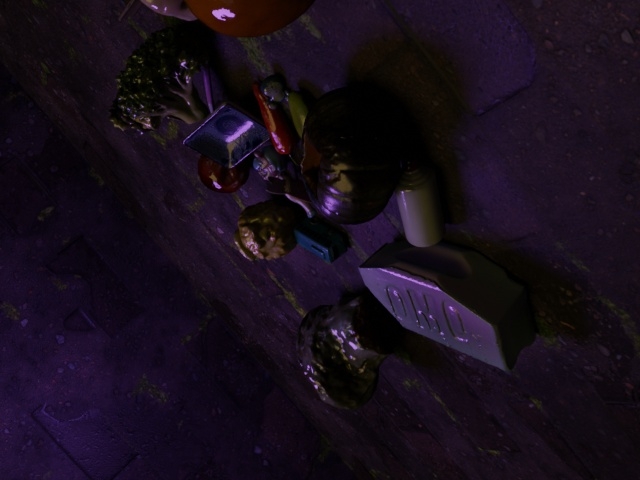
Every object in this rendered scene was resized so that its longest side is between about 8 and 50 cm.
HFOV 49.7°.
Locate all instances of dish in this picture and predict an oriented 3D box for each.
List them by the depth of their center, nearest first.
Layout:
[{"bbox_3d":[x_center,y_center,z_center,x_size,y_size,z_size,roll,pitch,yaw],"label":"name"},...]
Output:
[{"bbox_3d":[-0.269,-0.329,2.045,0.181,0.080,0.243,28,140,-32],"label":"dish"}]

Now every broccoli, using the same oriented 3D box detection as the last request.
[{"bbox_3d":[-0.453,-0.448,1.945,0.334,0.323,0.272,23,131,59],"label":"broccoli"}]

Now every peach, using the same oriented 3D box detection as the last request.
[{"bbox_3d":[-0.135,-0.566,1.308,0.301,0.343,0.343,-28,105,41],"label":"peach"}]

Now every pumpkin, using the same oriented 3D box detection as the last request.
[{"bbox_3d":[0.063,-0.187,1.609,0.320,0.192,0.321,169,90,-73],"label":"pumpkin"}]

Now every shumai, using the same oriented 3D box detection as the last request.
[{"bbox_3d":[0.122,0.322,2.257,0.324,0.398,0.323,33,126,-14],"label":"shumai"}]

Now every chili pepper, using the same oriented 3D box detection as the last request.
[{"bbox_3d":[-0.122,-0.321,1.934,0.071,0.063,0.272,-1,126,42],"label":"chili pepper"}]

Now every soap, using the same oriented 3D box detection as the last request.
[{"bbox_3d":[0.318,0.141,1.806,0.446,0.156,0.261,20,144,45],"label":"soap"}]

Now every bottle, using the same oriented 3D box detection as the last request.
[{"bbox_3d":[0.232,-0.103,1.645,0.104,0.104,0.245,24,146,40],"label":"bottle"}]

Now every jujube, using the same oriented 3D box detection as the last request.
[{"bbox_3d":[-0.322,-0.237,2.262,0.168,0.168,0.236,58,170,-22],"label":"jujube"}]

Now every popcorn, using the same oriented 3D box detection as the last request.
[{"bbox_3d":[-0.180,-0.030,2.235,0.216,0.235,0.181,-2,117,31],"label":"popcorn"}]

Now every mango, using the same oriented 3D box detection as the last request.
[{"bbox_3d":[-0.035,-0.311,1.791,0.165,0.074,0.091,53,156,-12],"label":"mango"}]

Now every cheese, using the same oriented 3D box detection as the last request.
[{"bbox_3d":[-0.352,-0.637,1.670,0.218,0.235,0.117,30,140,-23],"label":"cheese"}]

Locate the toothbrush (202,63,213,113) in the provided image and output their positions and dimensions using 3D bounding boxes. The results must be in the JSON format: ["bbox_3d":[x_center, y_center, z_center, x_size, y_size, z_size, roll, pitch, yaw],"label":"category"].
[{"bbox_3d":[-0.345,-0.443,2.145,0.025,0.020,0.286,44,155,22],"label":"toothbrush"}]

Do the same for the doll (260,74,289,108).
[{"bbox_3d":[-0.123,-0.394,1.824,0.083,0.076,0.050,57,-172,-36],"label":"doll"}]

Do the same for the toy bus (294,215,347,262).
[{"bbox_3d":[0.000,0.000,2.165,0.160,0.092,0.079,30,151,31],"label":"toy bus"}]

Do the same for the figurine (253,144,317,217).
[{"bbox_3d":[-0.097,-0.180,2.076,0.260,0.103,0.205,48,-169,-7],"label":"figurine"}]

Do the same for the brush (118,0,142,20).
[{"bbox_3d":[-0.546,-0.714,2.027,0.048,0.054,0.282,61,152,-9],"label":"brush"}]
